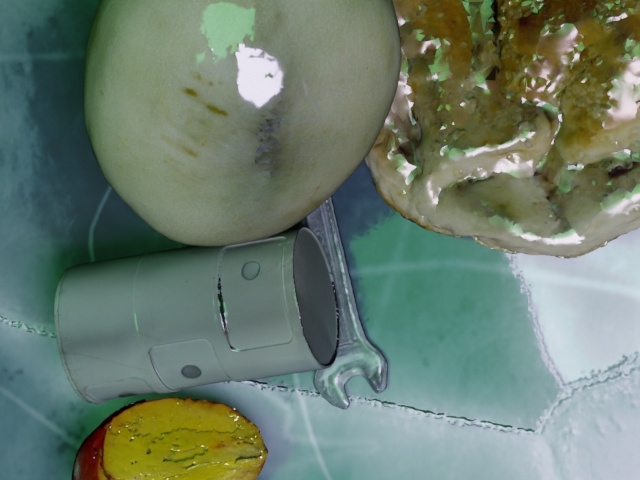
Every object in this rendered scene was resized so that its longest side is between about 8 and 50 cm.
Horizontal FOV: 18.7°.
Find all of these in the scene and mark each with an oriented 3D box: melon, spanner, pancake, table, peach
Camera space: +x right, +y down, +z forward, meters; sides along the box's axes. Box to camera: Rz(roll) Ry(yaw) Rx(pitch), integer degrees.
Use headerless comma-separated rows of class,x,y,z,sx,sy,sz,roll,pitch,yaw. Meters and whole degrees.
melon,-0.064,-0.139,1.585,0.272,0.271,0.308,11,133,13
spanner,0.000,0.000,1.727,0.071,0.017,0.302,-14,86,15
pancake,0.182,-0.176,1.655,0.387,0.082,0.386,-2,84,18
table,-0.106,0.065,1.685,0.220,0.126,0.126,-10,86,16
peach,-0.136,0.191,1.700,0.172,0.127,0.092,-27,52,-1
